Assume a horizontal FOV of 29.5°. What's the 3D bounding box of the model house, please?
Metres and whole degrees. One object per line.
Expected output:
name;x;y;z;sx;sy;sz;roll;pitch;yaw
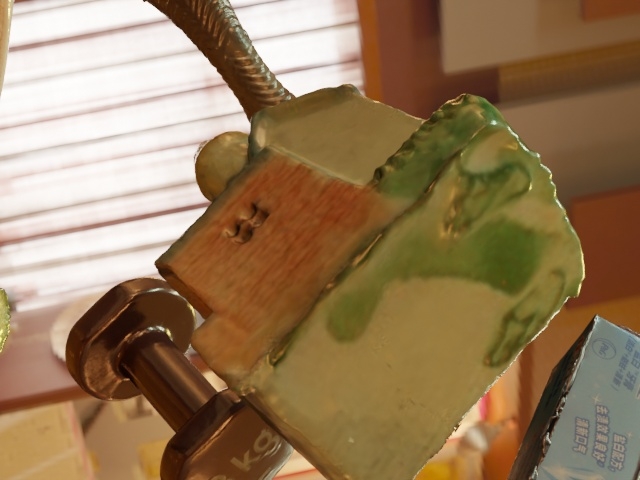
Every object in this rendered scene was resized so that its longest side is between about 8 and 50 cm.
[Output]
model house;0.000;0.000;0.966;0.325;0.267;0.194;34;-12;51

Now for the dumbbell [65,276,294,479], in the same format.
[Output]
dumbbell;-0.134;0.144;1.150;0.225;0.140;0.124;40;-9;38

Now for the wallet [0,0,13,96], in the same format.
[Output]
wallet;-0.361;-0.207;1.223;0.033;0.095;0.190;-98;-158;-59

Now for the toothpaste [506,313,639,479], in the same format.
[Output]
toothpaste;0.103;0.151;0.568;0.272;0.053;0.066;-58;172;-41

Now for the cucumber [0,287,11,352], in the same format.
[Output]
cucumber;-0.349;0.068;0.972;0.077;0.265;0.077;18;69;-59

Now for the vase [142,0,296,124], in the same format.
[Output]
vase;-0.122;-0.252;1.591;0.237;0.115;0.115;56;-4;-6
